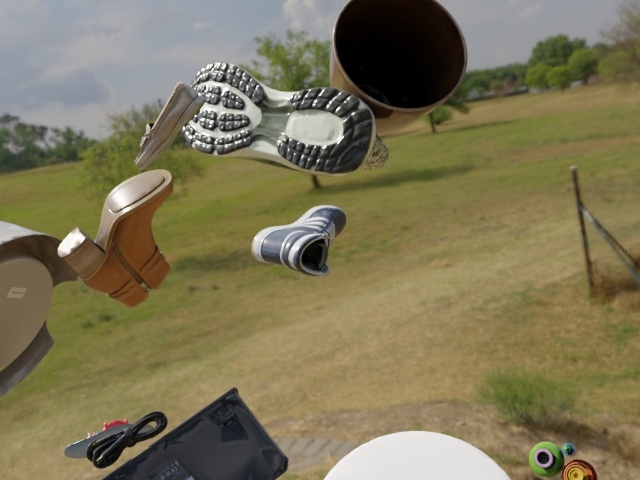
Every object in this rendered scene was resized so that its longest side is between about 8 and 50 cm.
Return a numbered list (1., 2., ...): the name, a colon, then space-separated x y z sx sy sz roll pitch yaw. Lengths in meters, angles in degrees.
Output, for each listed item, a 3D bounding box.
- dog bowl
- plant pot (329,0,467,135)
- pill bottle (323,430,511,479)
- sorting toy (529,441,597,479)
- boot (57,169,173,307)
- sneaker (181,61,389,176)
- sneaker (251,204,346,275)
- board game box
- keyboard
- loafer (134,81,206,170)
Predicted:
1. dog bowl: -0.572 0.122 1.185 0.102 0.349 0.348 29 23 16
2. plant pot: 0.103 -0.265 1.183 0.215 0.215 0.230 -15 -13 -15
3. pill bottle: 0.083 0.270 0.505 0.161 0.283 0.161 -8 44 8
4. sorting toy: 0.346 0.319 1.008 0.102 0.061 0.042 21 -9 36
5. boot: -0.260 0.000 1.023 0.197 0.152 0.073 -39 44 0
6. sneaker: -0.063 -0.176 1.172 0.410 0.158 0.182 22 0 31
7. sneaker: 0.000 0.000 1.549 0.153 0.099 0.282 15 26 39
8. board game box: -0.409 0.371 1.353 0.168 0.033 0.133 -24 -26 4
9. keyboard: -0.123 0.183 0.533 0.180 0.108 0.023 -31 -19 -28
10. loafer: -0.191 -0.140 0.861 0.125 0.039 0.045 -44 9 21
